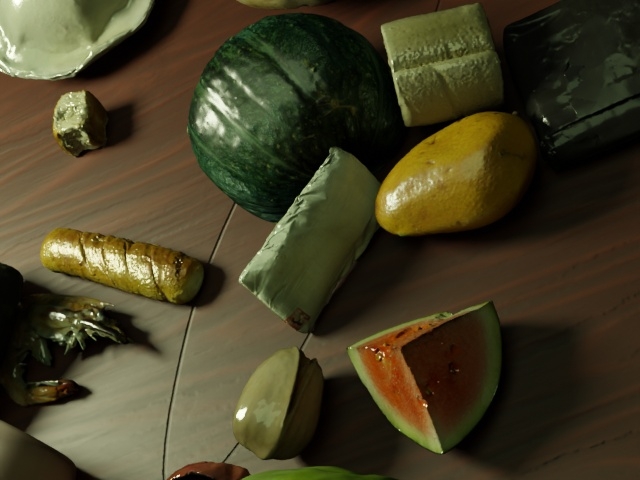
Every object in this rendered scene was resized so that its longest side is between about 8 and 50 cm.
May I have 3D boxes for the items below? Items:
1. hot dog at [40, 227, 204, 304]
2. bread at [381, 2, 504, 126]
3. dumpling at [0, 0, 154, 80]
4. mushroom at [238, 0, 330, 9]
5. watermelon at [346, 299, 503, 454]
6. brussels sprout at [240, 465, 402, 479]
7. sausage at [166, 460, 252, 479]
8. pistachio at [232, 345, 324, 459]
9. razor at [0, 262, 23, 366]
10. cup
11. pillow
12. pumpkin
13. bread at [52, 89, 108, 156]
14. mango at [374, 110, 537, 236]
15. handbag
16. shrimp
[{"bbox_3d":[-0.294,0.034,1.825,0.286,0.061,0.088,6,79,31],"label":"hot dog"},{"bbox_3d":[0.161,-0.228,1.665,0.141,0.134,0.148,-11,52,4],"label":"bread"},{"bbox_3d":[-0.394,-0.403,2.053,0.341,0.181,0.260,-22,74,-19],"label":"dumpling"},{"bbox_3d":[-0.044,-0.443,1.870,0.255,0.184,0.255,-12,63,24],"label":"mushroom"},{"bbox_3d":[0.120,0.155,1.530,0.145,0.137,0.193,-15,50,62],"label":"watermelon"},{"bbox_3d":[0.023,0.403,1.274,0.425,0.361,0.342,4,63,30],"label":"brussels sprout"},{"bbox_3d":[-0.167,0.392,1.512,0.152,0.152,0.280,21,76,34],"label":"sausage"},{"bbox_3d":[-0.049,0.204,1.576,0.113,0.113,0.149,9,70,31],"label":"pistachio"},{"bbox_3d":[-0.544,0.174,1.828,0.189,0.107,0.327,17,83,42],"label":"razor"},{"bbox_3d":[-0.450,0.345,1.679,0.253,0.191,0.200,-8,51,62],"label":"cup"},{"bbox_3d":[0.000,0.000,1.654,0.229,0.128,0.051,-55,25,-7],"label":"pillow"},{"bbox_3d":[-0.048,-0.180,1.728,0.293,0.197,0.263,-41,56,5],"label":"pumpkin"},{"bbox_3d":[-0.379,-0.182,1.976,0.076,0.070,0.083,-12,57,20],"label":"bread"},{"bbox_3d":[0.171,-0.075,1.609,0.227,0.109,0.147,-31,59,12],"label":"mango"},{"bbox_3d":[0.365,-0.228,1.609,0.247,0.080,0.223,-24,56,15],"label":"handbag"},{"bbox_3d":[-0.382,0.158,1.809,0.253,0.058,0.173,9,77,34],"label":"shrimp"}]
